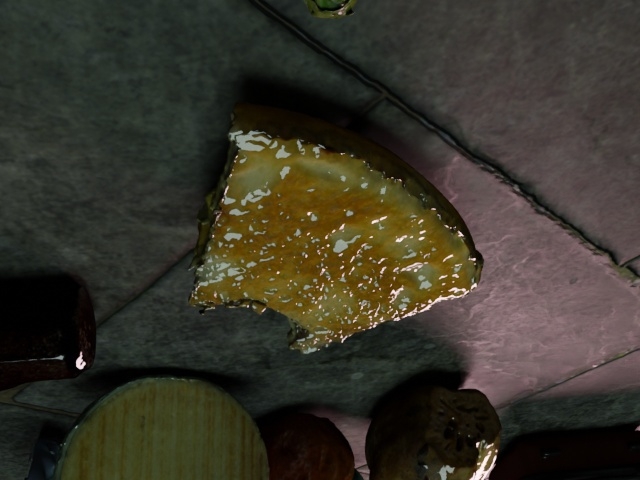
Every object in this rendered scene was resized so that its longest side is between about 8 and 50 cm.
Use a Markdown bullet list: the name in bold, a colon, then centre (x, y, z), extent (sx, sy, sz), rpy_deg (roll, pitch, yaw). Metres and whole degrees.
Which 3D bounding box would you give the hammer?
- **hammer**: centre (-0.337, 0.004, 0.551), extent (0.242, 0.095, 0.409), rpy_deg (-2, 142, -8)

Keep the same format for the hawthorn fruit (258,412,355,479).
- **hawthorn fruit**: centre (-0.026, 0.351, 1.022), extent (0.173, 0.179, 0.173), rpy_deg (-28, 142, -24)

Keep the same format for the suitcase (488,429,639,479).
- **suitcase**: centre (0.491, 0.473, 1.302), extent (0.297, 0.161, 0.236), rpy_deg (-2, 144, -10)

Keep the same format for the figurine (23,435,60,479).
- **figurine**: centre (-0.242, 0.438, 0.983), extent (0.388, 0.248, 0.276), rpy_deg (16, 157, -20)

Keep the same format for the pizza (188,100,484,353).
- **pizza**: centre (0.000, 0.000, 0.612), extent (0.223, 0.089, 0.323), rpy_deg (-38, 134, 26)

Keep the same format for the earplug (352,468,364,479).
- **earplug**: centre (0.028, 0.506, 1.258), extent (0.257, 0.164, 0.280), rpy_deg (5, 132, -28)

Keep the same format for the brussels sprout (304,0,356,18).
- **brussels sprout**: centre (-0.012, -0.166, 0.414), extent (0.083, 0.046, 0.051), rpy_deg (13, 133, -26)

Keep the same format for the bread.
- **bread**: centre (-0.195, 0.296, 0.856), extent (0.267, 0.267, 0.040), rpy_deg (7, 168, -20)

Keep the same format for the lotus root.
- **lotus root**: centre (0.158, 0.338, 1.037), extent (0.193, 0.193, 0.291), rpy_deg (4, 142, -16)
